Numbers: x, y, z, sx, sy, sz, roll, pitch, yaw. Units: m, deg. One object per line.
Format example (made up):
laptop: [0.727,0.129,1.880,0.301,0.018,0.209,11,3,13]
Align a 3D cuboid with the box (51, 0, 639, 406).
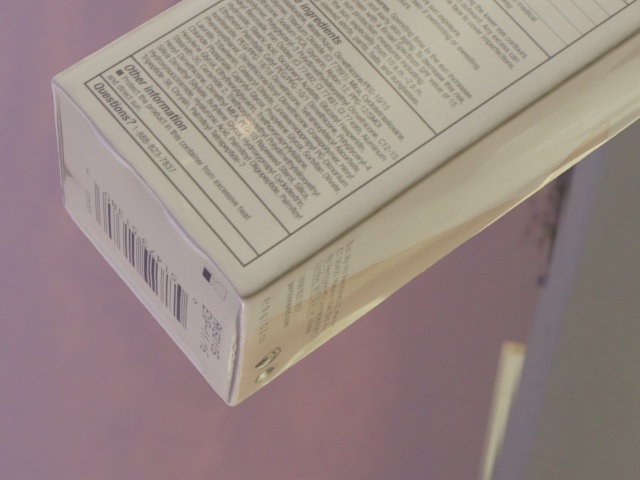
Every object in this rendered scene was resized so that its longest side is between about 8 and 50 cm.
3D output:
box: [0.039,-0.077,0.848,0.311,0.148,0.121,-33,-21,-21]
